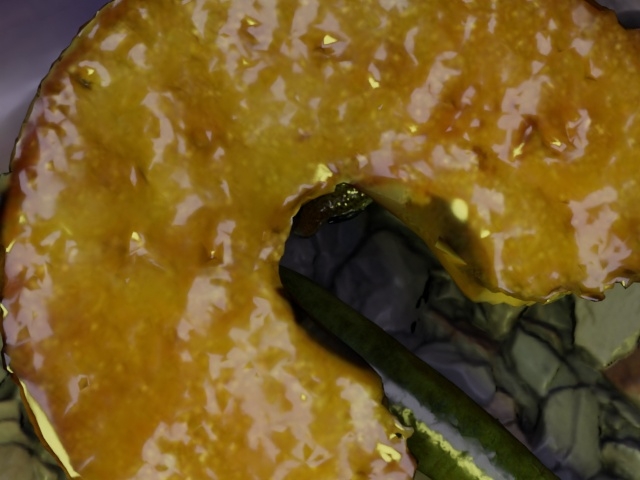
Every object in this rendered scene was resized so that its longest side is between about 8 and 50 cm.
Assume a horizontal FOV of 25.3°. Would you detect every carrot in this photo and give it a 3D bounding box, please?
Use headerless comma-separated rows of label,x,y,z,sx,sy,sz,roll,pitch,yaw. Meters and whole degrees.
carrot,0.085,0.138,1.002,0.358,0.074,0.074,36,77,4

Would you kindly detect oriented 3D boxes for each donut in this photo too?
donut,0.000,0.000,0.880,0.435,0.163,0.377,-45,99,-14

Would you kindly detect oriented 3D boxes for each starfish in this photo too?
starfish,0.039,-0.092,1.072,0.208,0.053,0.176,-17,68,-14

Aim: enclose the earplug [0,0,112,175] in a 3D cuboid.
earplug,-0.250,-0.065,0.968,0.456,0.215,0.215,-31,80,-13
